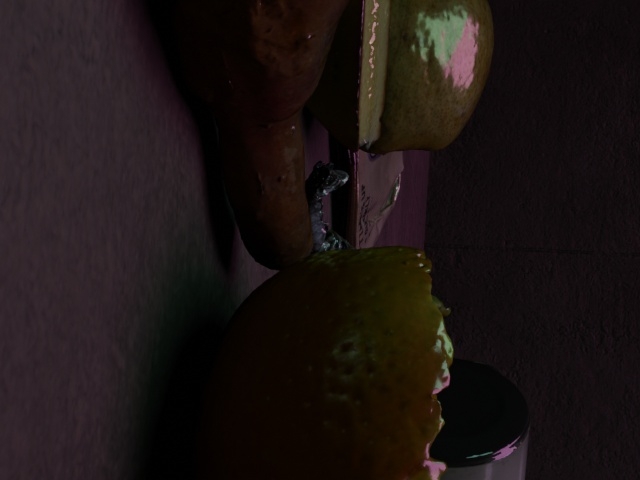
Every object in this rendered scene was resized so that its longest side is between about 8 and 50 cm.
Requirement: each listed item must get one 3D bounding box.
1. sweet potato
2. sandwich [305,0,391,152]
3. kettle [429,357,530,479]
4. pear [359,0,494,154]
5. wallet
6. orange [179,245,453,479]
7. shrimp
[{"bbox_3d":[-0.037,-0.113,0.633,0.385,0.109,0.109,100,-1,-54],"label":"sweet potato"},{"bbox_3d":[0.013,-0.207,0.935,0.094,0.096,0.258,-49,143,-65],"label":"sandwich"},{"bbox_3d":[0.110,0.378,1.287,0.361,0.250,0.376,-28,129,-46],"label":"kettle"},{"bbox_3d":[0.089,-0.207,1.089,0.228,0.188,0.211,-65,169,-67],"label":"pear"},{"bbox_3d":[0.063,-0.113,1.346,0.275,0.068,0.335,-64,154,-63],"label":"wallet"},{"bbox_3d":[0.012,0.135,0.710,0.334,0.196,0.262,41,66,-73],"label":"orange"},{"bbox_3d":[-0.004,0.001,1.038,0.082,0.076,0.174,42,-29,45],"label":"shrimp"}]
